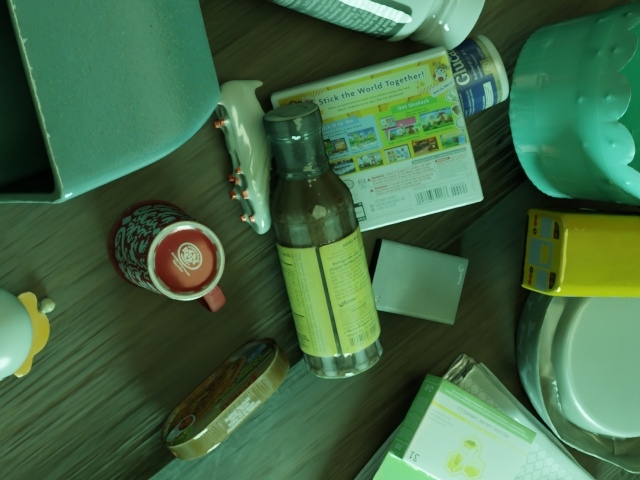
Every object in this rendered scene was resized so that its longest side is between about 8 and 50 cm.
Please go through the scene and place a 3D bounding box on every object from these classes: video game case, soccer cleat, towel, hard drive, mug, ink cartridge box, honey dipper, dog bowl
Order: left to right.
[{"bbox_3d":[-0.376,0.131,1.398,0.160,0.030,0.030,-47,109,-14],"label":"honey dipper"},{"bbox_3d":[-0.164,0.018,1.389,0.150,0.169,0.113,19,88,-21],"label":"mug"},{"bbox_3d":[-0.082,-0.107,1.464,0.076,0.068,0.196,-17,99,-21],"label":"soccer cleat"},{"bbox_3d":[0.074,-0.119,1.479,0.227,0.026,0.206,-14,111,7],"label":"video game case"},{"bbox_3d":[0.129,0.056,1.584,0.135,0.022,0.094,13,91,-22],"label":"hard drive"},{"bbox_3d":[0.163,0.320,1.559,0.171,0.056,0.235,32,81,-20],"label":"ink cartridge box"},{"bbox_3d":[0.214,0.378,1.638,0.332,0.053,0.317,44,80,-19],"label":"towel"},{"bbox_3d":[0.436,0.152,1.670,0.349,0.102,0.348,-3,97,-20],"label":"dog bowl"}]

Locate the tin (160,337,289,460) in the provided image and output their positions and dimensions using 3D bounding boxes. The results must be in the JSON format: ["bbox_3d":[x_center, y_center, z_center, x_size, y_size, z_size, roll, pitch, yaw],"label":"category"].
[{"bbox_3d":[-0.118,0.199,1.461,0.190,0.106,0.040,-42,109,-11],"label":"tin"}]

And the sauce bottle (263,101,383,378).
[{"bbox_3d":[0.000,0.000,1.456,0.111,0.111,0.344,-18,113,-18],"label":"sauce bottle"}]

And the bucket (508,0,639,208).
[{"bbox_3d":[0.390,-0.176,1.529,0.281,0.183,0.281,-2,93,-46],"label":"bucket"}]

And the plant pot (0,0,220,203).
[{"bbox_3d":[-0.260,-0.193,1.297,0.252,0.247,0.247,-21,104,-35],"label":"plant pot"}]

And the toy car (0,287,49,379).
[{"bbox_3d":[-0.409,0.129,1.305,0.238,0.219,0.210,2,96,-39],"label":"toy car"}]

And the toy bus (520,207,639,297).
[{"bbox_3d":[0.424,0.016,1.526,0.333,0.130,0.108,2,95,-21],"label":"toy bus"}]

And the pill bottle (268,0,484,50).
[{"bbox_3d":[0.052,-0.339,1.436,0.283,0.161,0.161,15,90,-22],"label":"pill bottle"}]

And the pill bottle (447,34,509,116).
[{"bbox_3d":[0.151,-0.195,1.519,0.169,0.094,0.094,-23,104,-5],"label":"pill bottle"}]
